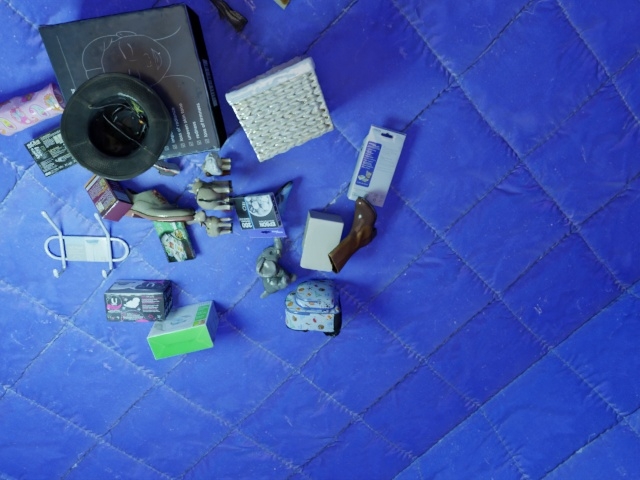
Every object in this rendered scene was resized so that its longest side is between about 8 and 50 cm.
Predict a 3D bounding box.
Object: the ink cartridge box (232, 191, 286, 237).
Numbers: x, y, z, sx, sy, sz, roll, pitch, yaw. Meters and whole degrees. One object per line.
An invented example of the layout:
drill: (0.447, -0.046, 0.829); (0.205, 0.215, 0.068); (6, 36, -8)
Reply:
ink cartridge box: (-0.265, -0.098, 1.812); (0.206, 0.045, 0.209); (-2, 116, 30)

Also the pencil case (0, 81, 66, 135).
pencil case: (-1.092, -0.496, 1.591); (0.283, 0.124, 0.124); (-20, 111, 1)

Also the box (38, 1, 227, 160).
box: (-0.633, -0.542, 1.523); (0.470, 0.297, 0.481); (-11, 112, -3)

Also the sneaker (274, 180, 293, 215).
sneaker: (-0.172, -0.167, 1.834); (0.082, 0.069, 0.209); (38, 107, -13)

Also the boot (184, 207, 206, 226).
boot: (-0.565, -0.088, 1.843); (0.086, 0.042, 0.119); (-32, 109, 13)

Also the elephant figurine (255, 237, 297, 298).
elephant figurine: (-0.226, 0.107, 1.907); (0.169, 0.186, 0.240); (-20, 106, 48)

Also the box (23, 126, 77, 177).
box: (-1.038, -0.357, 1.667); (0.180, 0.078, 0.148); (-24, 111, 3)

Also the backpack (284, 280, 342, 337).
backpack: (-0.037, 0.308, 1.937); (0.263, 0.276, 0.214); (-7, 106, 4)

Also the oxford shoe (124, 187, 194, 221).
oxford shoe: (-0.675, -0.146, 1.722); (0.347, 0.123, 0.131); (9, 92, 11)

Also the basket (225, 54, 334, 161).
basket: (-0.145, -0.505, 1.579); (0.330, 0.328, 0.267); (-24, 115, 3)

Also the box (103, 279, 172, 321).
box: (-0.807, 0.264, 1.880); (0.246, 0.163, 0.142); (2, 107, -7)

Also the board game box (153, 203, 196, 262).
board game box: (-0.647, -0.029, 1.842); (0.136, 0.030, 0.260); (-6, 113, 16)

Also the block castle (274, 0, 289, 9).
block castle: (-0.073, -1.041, 1.393); (0.212, 0.303, 0.453); (36, 102, -16)

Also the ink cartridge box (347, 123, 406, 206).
ink cartridge box: (0.240, -0.323, 1.824); (0.165, 0.065, 0.333); (14, 110, -11)

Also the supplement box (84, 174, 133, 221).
supplement box: (-0.857, -0.181, 1.699); (0.104, 0.080, 0.188); (-43, 69, 11)

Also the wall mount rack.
wall mount rack: (-1.015, 0.008, 1.779); (0.349, 0.130, 0.305); (1, 110, -7)

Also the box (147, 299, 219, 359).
box: (-0.614, 0.403, 1.916); (0.261, 0.231, 0.127); (-12, 112, -1)

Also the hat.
hat: (-0.655, -0.365, 1.366); (0.330, 0.134, 0.332); (-4, 102, -21)

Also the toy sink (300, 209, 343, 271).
toy sink: (0.000, 0.000, 1.884); (0.152, 0.131, 0.235); (9, 109, -8)

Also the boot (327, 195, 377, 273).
boot: (0.121, -0.025, 1.817); (0.280, 0.096, 0.264); (-41, 147, -23)

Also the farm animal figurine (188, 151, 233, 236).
farm animal figurine: (-0.440, -0.172, 1.680); (0.172, 0.326, 0.331); (-3, 95, -13)

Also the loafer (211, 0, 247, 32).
loafer: (-0.358, -0.851, 1.564); (0.170, 0.062, 0.061); (34, 108, -15)

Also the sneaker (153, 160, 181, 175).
sneaker: (-0.643, -0.287, 1.709); (0.064, 0.157, 0.061); (-37, 66, 20)
